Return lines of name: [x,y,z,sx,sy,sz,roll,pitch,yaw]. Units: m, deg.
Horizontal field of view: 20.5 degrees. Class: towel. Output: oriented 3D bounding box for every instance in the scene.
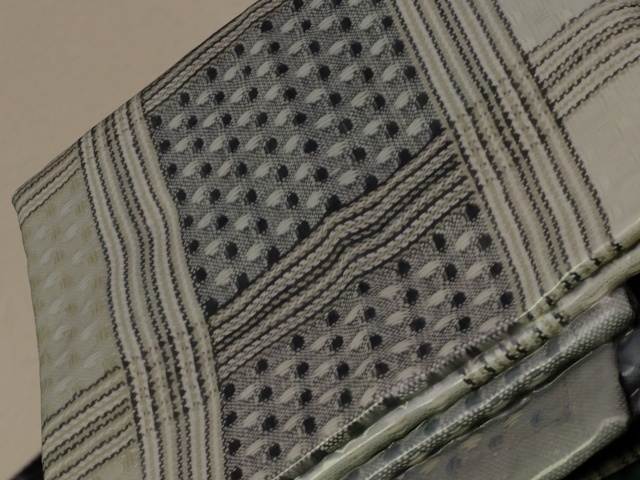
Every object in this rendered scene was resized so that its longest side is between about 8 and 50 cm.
towel: [0.000,0.000,0.688,0.312,0.056,0.324,-33,41,17]
